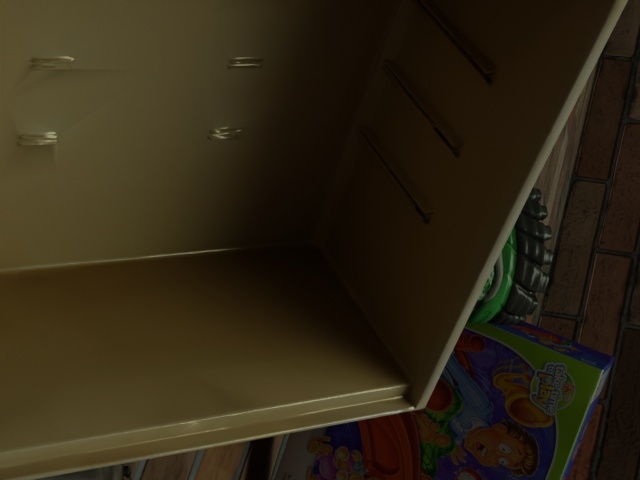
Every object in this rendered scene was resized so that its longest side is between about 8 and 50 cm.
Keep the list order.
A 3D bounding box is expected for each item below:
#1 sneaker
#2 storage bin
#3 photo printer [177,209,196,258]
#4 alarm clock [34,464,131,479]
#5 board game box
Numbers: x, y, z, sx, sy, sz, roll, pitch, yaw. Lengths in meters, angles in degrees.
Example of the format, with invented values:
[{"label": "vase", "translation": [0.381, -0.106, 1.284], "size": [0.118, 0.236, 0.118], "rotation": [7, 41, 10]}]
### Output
[{"label": "sneaker", "translation": [0.086, -0.096, 0.998], "size": [0.134, 0.146, 0.343], "rotation": [124, -38, -55]}, {"label": "storage bin", "translation": [-0.047, -0.042, 0.490], "size": [0.260, 0.123, 0.262], "rotation": [-6, 134, -31]}, {"label": "photo printer", "translation": [-0.070, -0.051, 0.739], "size": [0.256, 0.107, 0.307], "rotation": [-63, 157, -43]}, {"label": "alarm clock", "translation": [-0.133, 0.140, 0.640], "size": [0.129, 0.064, 0.192], "rotation": [-99, -168, -51]}, {"label": "board game box", "translation": [0.083, 0.221, 1.051], "size": [0.078, 0.233, 0.347], "rotation": [-7, 117, -69]}]
